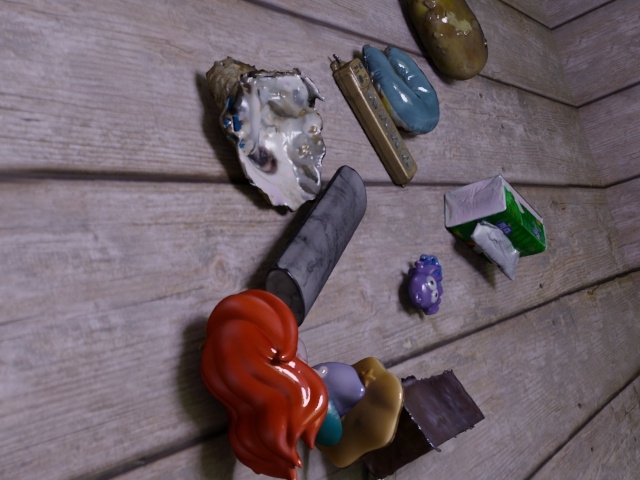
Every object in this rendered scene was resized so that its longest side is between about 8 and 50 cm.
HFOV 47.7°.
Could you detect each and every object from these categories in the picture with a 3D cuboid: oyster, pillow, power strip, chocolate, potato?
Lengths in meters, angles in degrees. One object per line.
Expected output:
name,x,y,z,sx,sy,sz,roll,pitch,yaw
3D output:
oyster,-0.076,-0.157,1.110,0.214,0.083,0.222,4,88,-44
pillow,0.176,-0.322,1.536,0.233,0.086,0.214,-28,91,-57
power strip,0.110,-0.238,1.435,0.305,0.044,0.064,58,37,-16
chocolate,0.149,0.278,1.109,0.112,0.112,0.321,55,17,19
potato,0.314,-0.523,1.778,0.296,0.141,0.191,46,38,-27

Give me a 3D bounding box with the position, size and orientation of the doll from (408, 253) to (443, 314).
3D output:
doll,0.206,0.079,1.391,0.206,0.067,0.109,-42,117,-65

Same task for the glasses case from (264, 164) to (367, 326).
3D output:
glasses case,0.000,0.000,1.126,0.299,0.060,0.114,-58,148,-50

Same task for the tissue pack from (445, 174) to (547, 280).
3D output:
tissue pack,0.394,-0.020,1.621,0.209,0.148,0.156,36,47,-40

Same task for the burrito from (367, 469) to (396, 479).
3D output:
burrito,0.094,0.364,1.110,0.051,0.042,0.171,28,53,-31

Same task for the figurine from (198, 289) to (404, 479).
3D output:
figurine,-0.035,0.193,0.912,0.257,0.181,0.208,29,80,-35
